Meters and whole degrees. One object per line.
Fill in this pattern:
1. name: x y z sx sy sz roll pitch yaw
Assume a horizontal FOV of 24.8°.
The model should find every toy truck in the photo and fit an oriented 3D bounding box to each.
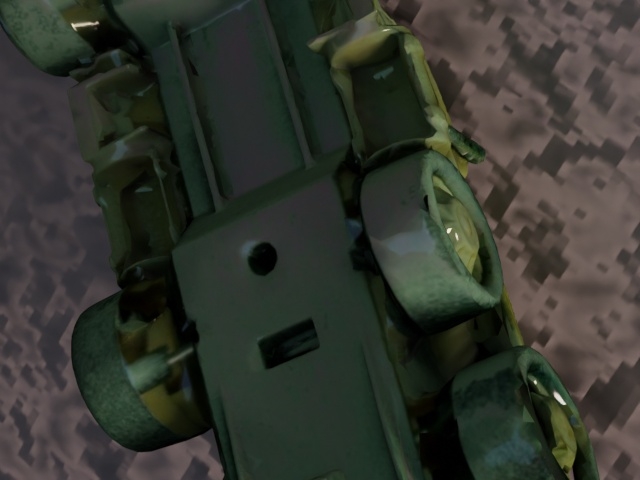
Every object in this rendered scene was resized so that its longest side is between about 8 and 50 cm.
1. toy truck: -0.002 -0.003 0.443 0.128 0.135 0.260 -25 73 21
